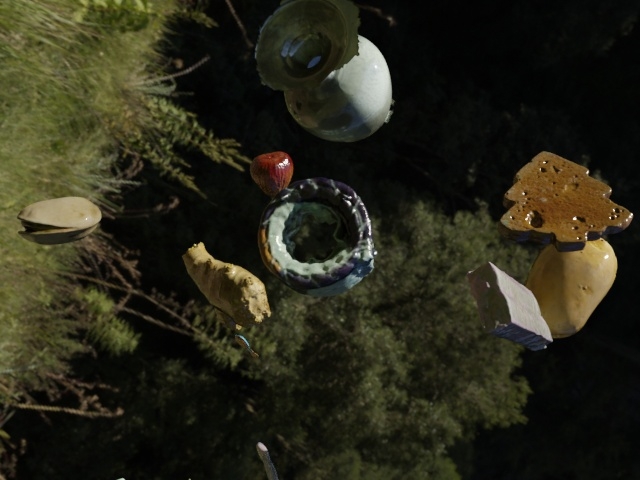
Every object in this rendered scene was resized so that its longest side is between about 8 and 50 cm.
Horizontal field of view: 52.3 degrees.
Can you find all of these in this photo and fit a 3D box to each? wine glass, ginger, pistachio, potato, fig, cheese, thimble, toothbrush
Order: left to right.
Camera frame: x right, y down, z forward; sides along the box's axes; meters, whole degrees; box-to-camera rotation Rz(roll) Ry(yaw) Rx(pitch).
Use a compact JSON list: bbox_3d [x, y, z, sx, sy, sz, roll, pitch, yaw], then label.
[{"bbox_3d":[-0.775,-0.057,1.944,0.237,0.153,0.138,-9,104,-23],"label":"pistachio"},{"bbox_3d":[-0.286,0.145,2.018,0.166,0.375,0.236,-37,123,-11],"label":"ginger"},{"bbox_3d":[-0.256,0.365,2.251,0.017,0.111,0.047,-48,-167,-32],"label":"cheese"},{"bbox_3d":[-0.130,-0.165,1.769,0.119,0.119,0.153,-2,87,-65],"label":"fig"},{"bbox_3d":[-0.081,0.446,1.165,0.021,0.269,0.027,-42,116,0],"label":"toothbrush"},{"bbox_3d":[0.000,0.000,1.285,0.237,0.237,0.150,-59,167,-8],"label":"thimble"},{"bbox_3d":[0.023,-0.329,1.317,0.238,0.238,0.323,-64,157,2],"label":"wine glass"},{"bbox_3d":[0.480,0.085,1.287,0.234,0.146,0.150,-51,162,-14],"label":"potato"}]

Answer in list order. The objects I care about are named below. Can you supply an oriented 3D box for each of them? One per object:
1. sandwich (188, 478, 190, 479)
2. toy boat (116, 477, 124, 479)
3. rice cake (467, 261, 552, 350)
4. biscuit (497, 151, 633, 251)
[{"bbox_3d":[-0.322,0.644,1.630,0.044,0.031,0.083,25,77,-33],"label":"sandwich"},{"bbox_3d":[-0.346,0.400,0.901,0.215,0.088,0.102,-15,157,-37],"label":"toy boat"},{"bbox_3d":[0.308,0.110,1.043,0.050,0.106,0.298,-27,155,22],"label":"rice cake"},{"bbox_3d":[0.228,-0.039,0.626,0.019,0.119,0.130,78,13,-46],"label":"biscuit"}]
